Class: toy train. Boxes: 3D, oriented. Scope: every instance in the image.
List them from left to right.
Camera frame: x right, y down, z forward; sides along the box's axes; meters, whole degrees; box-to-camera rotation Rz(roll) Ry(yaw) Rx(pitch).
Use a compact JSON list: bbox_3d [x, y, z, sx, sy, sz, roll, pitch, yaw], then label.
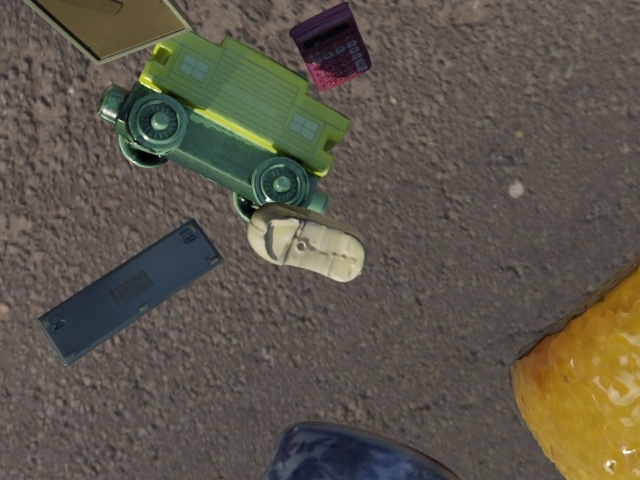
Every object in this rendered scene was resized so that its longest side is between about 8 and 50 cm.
[{"bbox_3d":[-0.158,-0.207,1.499,0.442,0.179,0.272,26,74,-15],"label":"toy train"}]

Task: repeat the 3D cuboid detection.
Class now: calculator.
[{"bbox_3d":[0.022,-0.376,1.646,0.126,0.034,0.190,-26,147,4],"label":"calculator"}]

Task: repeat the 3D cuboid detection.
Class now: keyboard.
[{"bbox_3d":[-0.179,0.047,0.799,0.176,0.055,0.014,-35,161,-13],"label":"keyboard"}]

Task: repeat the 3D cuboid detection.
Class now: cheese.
[{"bbox_3d":[-0.018,-0.008,1.148,0.163,0.249,0.071,19,97,-6],"label":"cheese"}]

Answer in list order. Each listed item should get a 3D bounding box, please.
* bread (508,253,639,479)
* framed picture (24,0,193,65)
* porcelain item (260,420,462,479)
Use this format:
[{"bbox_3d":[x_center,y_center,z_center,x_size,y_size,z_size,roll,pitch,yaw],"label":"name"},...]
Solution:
[{"bbox_3d":[0.303,0.065,0.548,0.398,0.215,0.398,-36,166,-10],"label":"bread"},{"bbox_3d":[-0.267,-0.292,1.021,0.150,0.015,0.203,-17,155,16],"label":"framed picture"},{"bbox_3d":[0.021,0.205,0.582,0.147,0.147,0.114,41,58,-30],"label":"porcelain item"}]
